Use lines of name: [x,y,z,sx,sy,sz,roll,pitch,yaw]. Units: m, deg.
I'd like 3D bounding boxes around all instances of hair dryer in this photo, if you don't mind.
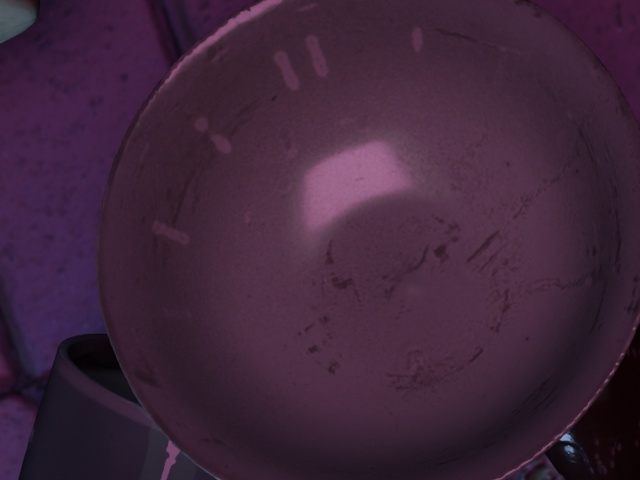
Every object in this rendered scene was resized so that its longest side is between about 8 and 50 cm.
hair dryer: [0.149,0.196,1.297,0.340,0.123,0.313,-6,106,12]

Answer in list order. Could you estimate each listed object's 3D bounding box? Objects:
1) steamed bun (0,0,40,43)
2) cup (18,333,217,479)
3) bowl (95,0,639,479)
steamed bun: [-0.455,-0.303,1.151,0.455,0.290,0.371,-5,80,3]
cup: [-0.117,0.270,1.175,0.259,0.356,0.275,13,100,-36]
bowl: [0.054,0.014,1.123,0.434,0.196,0.435,-4,73,13]
